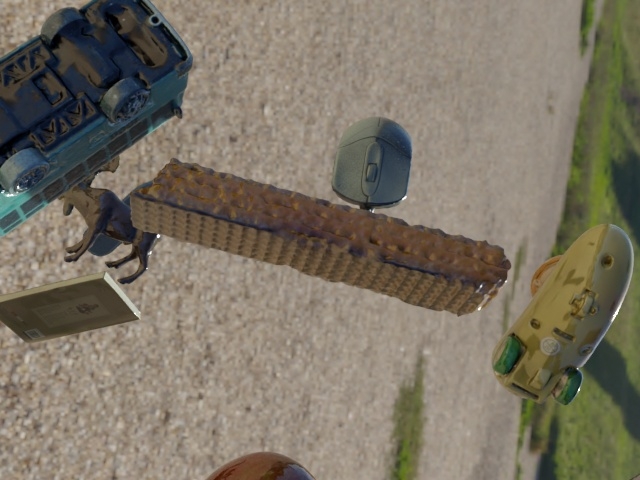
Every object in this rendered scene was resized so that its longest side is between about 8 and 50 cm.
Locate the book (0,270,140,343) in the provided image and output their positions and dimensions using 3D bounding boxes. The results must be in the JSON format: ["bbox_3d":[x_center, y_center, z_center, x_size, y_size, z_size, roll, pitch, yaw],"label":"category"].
[{"bbox_3d":[-0.399,0.107,1.435,0.138,0.198,0.016,66,13,-54],"label":"book"}]

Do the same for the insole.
[{"bbox_3d":[-0.332,-0.048,1.654,0.232,0.003,0.080,-38,98,-34],"label":"insole"}]

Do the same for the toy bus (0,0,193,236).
[{"bbox_3d":[-0.260,-0.131,0.924,0.256,0.128,0.147,-38,173,-17],"label":"toy bus"}]

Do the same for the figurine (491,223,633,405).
[{"bbox_3d":[0.366,0.107,1.392,0.325,0.124,0.222,-65,174,29],"label":"figurine"}]

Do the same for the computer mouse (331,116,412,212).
[{"bbox_3d":[0.079,-0.123,1.360,0.229,0.113,0.068,-79,173,-50],"label":"computer mouse"}]

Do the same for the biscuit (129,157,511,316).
[{"bbox_3d":[0.000,0.000,0.928,0.094,0.378,0.054,112,-8,-64],"label":"biscuit"}]

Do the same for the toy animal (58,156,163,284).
[{"bbox_3d":[-0.343,-0.052,1.435,0.186,0.214,0.094,-63,-165,9],"label":"toy animal"}]

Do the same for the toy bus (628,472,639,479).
[{"bbox_3d":[0.306,0.181,0.709,0.172,0.057,0.072,-46,175,32],"label":"toy bus"}]

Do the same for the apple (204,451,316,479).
[{"bbox_3d":[-0.082,0.380,1.229,0.174,0.188,0.188,-36,134,-36],"label":"apple"}]
